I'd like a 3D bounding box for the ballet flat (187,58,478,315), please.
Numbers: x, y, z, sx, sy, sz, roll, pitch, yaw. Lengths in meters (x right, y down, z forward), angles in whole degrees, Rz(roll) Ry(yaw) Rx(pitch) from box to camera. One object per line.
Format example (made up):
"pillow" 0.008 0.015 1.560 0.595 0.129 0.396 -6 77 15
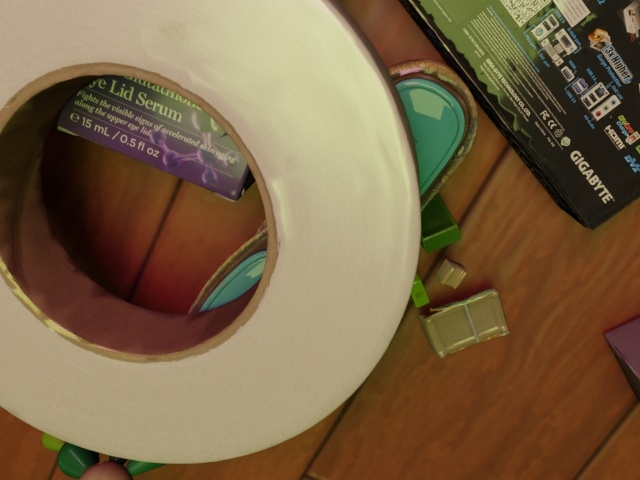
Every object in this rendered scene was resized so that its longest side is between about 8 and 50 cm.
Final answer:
"ballet flat" 0.000 0.000 0.502 0.123 0.123 0.348 35 111 -7

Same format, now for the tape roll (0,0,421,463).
"tape roll" -0.124 -0.021 0.413 0.392 0.072 0.392 3 110 8

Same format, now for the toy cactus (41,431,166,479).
"toy cactus" -0.189 0.206 0.560 0.219 0.180 0.112 -5 128 12

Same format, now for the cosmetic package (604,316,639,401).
"cosmetic package" 0.387 0.089 0.489 0.238 0.127 0.107 -32 103 16

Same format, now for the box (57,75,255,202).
"box" -0.089 -0.159 0.459 0.153 0.108 0.207 22 109 -2

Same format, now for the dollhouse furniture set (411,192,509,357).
"dollhouse furniture set" 0.117 0.035 0.550 0.076 0.058 0.152 -24 124 5

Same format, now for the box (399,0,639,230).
"box" 0.231 -0.207 0.432 0.293 0.073 0.295 -40 103 13
